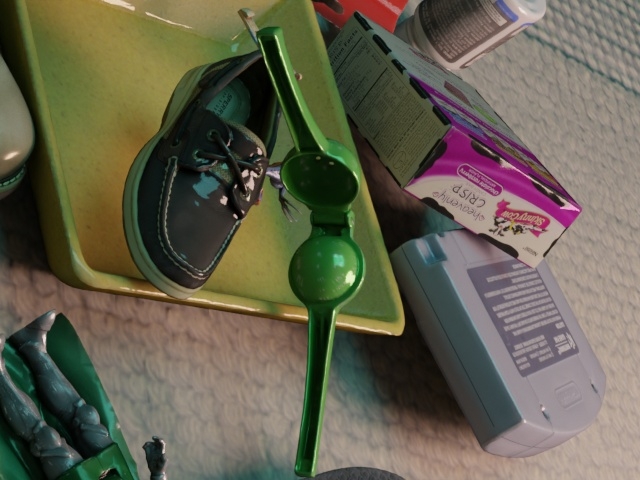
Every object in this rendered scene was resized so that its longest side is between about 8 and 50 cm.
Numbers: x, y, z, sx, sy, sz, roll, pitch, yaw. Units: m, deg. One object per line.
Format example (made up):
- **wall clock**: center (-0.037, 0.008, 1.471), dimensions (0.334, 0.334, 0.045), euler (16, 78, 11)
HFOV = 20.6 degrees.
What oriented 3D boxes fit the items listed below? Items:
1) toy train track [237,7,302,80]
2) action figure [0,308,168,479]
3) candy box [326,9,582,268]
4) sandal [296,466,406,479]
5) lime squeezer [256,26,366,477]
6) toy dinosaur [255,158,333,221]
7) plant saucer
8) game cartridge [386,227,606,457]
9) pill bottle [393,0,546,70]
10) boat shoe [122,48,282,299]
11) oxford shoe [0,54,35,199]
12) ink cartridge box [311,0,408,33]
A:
- **toy train track**: center (-0.037, -0.145, 1.360), dimensions (0.048, 0.014, 0.083), euler (-24, 82, -56)
- **action figure**: center (-0.136, 0.157, 1.090), dimensions (0.137, 0.063, 0.232), euler (-29, 86, -51)
- **candy box**: center (0.103, -0.089, 1.499), dimensions (0.159, 0.071, 0.233), euler (29, 17, -32)
- **sandal**: center (-0.007, 0.210, 1.228), dimensions (0.254, 0.054, 0.097), euler (8, 49, -37)
- **lime squeezer**: center (0.000, 0.000, 1.198), dimensions (0.110, 0.059, 0.310), euler (-82, 169, -73)
- **toy dinosaur**: center (-0.027, -0.044, 1.288), dimensions (0.082, 0.047, 0.090), euler (14, 19, -35)
- **plant saucer**: center (-0.108, -0.079, 1.300), dimensions (0.333, 0.081, 0.332), euler (13, 53, -47)
- **game cartridge**: center (0.159, 0.082, 1.480), dimensions (0.196, 0.060, 0.294), euler (59, 20, 10)
- **pill bottle**: center (0.138, -0.209, 1.665), dimensions (0.078, 0.137, 0.078), euler (32, 42, -34)
- **boat shoe**: center (-0.072, -0.057, 1.188), dimensions (0.080, 0.073, 0.223), euler (41, 37, -23)
- **oxford shoe**: center (-0.296, -0.203, 1.101), dimensions (0.397, 0.146, 0.140), euler (53, 33, -7)
- **ink cartridge box**: center (0.022, -0.293, 1.638), dimensions (0.181, 0.056, 0.224), euler (33, 38, -14)
